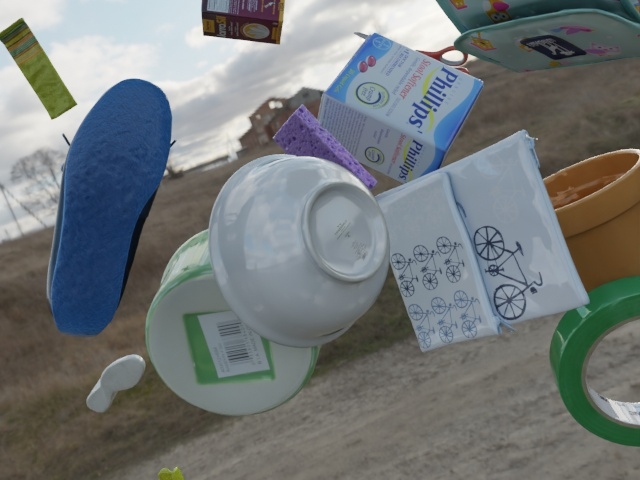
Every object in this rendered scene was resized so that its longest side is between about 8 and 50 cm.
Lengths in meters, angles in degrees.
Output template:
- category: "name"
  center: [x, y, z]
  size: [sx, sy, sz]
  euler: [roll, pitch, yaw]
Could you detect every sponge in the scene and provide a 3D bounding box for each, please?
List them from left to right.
- category: "sponge"
  center: [0.006, -0.160, 1.183]
  size: [0.031, 0.210, 0.117]
  euler: [-48, 6, -32]

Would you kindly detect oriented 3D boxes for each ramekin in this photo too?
- category: "ramekin"
  center: [-0.135, 0.137, 0.976]
  size: [0.304, 0.303, 0.148]
  euler: [-18, 19, 11]

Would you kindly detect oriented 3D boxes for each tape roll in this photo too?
- category: "tape roll"
  center: [0.595, 0.224, 1.094]
  size: [0.322, 0.321, 0.077]
  euler: [-18, 15, 14]

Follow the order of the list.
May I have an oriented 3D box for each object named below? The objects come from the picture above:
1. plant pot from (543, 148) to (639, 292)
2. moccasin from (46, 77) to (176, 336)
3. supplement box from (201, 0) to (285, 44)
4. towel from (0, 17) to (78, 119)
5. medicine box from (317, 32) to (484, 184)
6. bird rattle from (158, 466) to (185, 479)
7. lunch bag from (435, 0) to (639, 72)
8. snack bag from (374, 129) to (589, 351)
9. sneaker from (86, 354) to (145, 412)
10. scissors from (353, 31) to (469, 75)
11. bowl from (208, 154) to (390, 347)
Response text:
- category: "plant pot"
  center: [0.551, -0.029, 1.218]
  size: [0.291, 0.203, 0.291]
  euler: [-30, 8, 5]
- category: "moccasin"
  center: [-0.297, -0.049, 0.790]
  size: [0.138, 0.341, 0.117]
  euler: [21, -7, -24]
- category: "supplement box"
  center: [-0.182, -0.531, 1.400]
  size: [0.188, 0.080, 0.104]
  euler: [4, -13, -7]
- category: "towel"
  center: [-0.709, -0.426, 1.491]
  size: [0.102, 0.237, 0.021]
  euler: [-19, 18, 31]
- category: "medicine box"
  center: [0.178, -0.293, 1.347]
  size: [0.263, 0.289, 0.149]
  euler: [-57, -11, -34]
- category: "bird rattle"
  center: [-0.456, 0.790, 1.735]
  size: [0.207, 0.143, 0.253]
  euler: [24, 8, -33]
- category: "lunch bag"
  center: [0.234, -0.288, 0.617]
  size: [0.160, 0.262, 0.223]
  euler: [-46, 26, -17]
- category: "snack bag"
  center: [0.269, 0.016, 1.065]
  size: [0.343, 0.322, 0.037]
  euler: [-22, -8, 40]
- category: "sneaker"
  center: [-0.495, 0.326, 1.453]
  size: [0.212, 0.080, 0.094]
  euler: [-42, 19, 25]
- category: "scissors"
  center: [0.225, -0.453, 1.484]
  size: [0.297, 0.109, 0.021]
  euler: [11, 54, 10]
- category: "bowl"
  center: [0.000, 0.000, 0.855]
  size: [0.298, 0.297, 0.134]
  euler: [-27, 4, -36]
